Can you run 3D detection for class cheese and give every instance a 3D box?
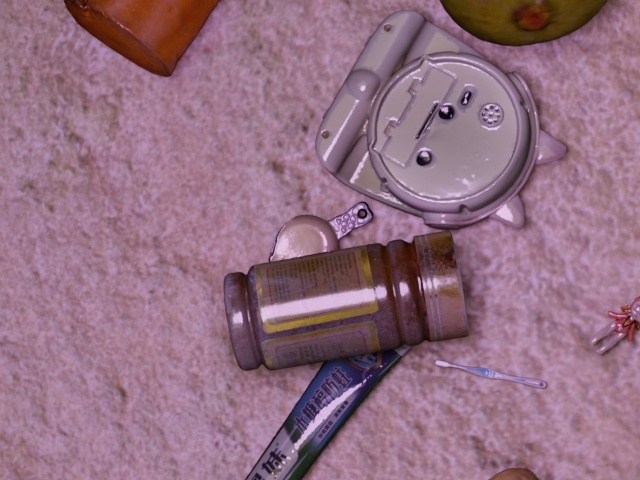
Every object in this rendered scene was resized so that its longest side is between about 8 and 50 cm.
[{"bbox_3d":[-0.006,-0.005,1.933,0.092,0.047,0.171,40,93,8],"label":"cheese"}]

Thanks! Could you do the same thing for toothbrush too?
[{"bbox_3d":[0.241,0.189,1.880,0.162,0.017,0.014,11,85,12],"label":"toothbrush"}]

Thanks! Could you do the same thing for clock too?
[{"bbox_3d":[0.179,-0.154,1.887,0.324,0.108,0.265,29,88,12],"label":"clock"}]

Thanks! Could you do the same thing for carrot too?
[{"bbox_3d":[-0.232,-0.393,1.963,0.196,0.196,0.254,34,83,12],"label":"carrot"}]

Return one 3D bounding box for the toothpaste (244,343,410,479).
[{"bbox_3d":[-0.016,0.272,1.893,0.099,0.061,0.392,35,86,20],"label":"toothpaste"}]

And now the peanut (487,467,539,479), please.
[{"bbox_3d":[0.304,0.461,1.775,0.148,0.147,0.318,-27,82,6],"label":"peanut"}]

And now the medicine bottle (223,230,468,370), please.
[{"bbox_3d":[0.035,0.087,1.844,0.323,0.151,0.151,-10,81,2],"label":"medicine bottle"}]

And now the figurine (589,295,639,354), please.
[{"bbox_3d":[0.423,0.115,1.843,0.109,0.047,0.064,-40,85,13],"label":"figurine"}]

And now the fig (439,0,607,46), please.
[{"bbox_3d":[0.267,-0.432,1.845,0.258,0.258,0.326,-19,63,8],"label":"fig"}]
